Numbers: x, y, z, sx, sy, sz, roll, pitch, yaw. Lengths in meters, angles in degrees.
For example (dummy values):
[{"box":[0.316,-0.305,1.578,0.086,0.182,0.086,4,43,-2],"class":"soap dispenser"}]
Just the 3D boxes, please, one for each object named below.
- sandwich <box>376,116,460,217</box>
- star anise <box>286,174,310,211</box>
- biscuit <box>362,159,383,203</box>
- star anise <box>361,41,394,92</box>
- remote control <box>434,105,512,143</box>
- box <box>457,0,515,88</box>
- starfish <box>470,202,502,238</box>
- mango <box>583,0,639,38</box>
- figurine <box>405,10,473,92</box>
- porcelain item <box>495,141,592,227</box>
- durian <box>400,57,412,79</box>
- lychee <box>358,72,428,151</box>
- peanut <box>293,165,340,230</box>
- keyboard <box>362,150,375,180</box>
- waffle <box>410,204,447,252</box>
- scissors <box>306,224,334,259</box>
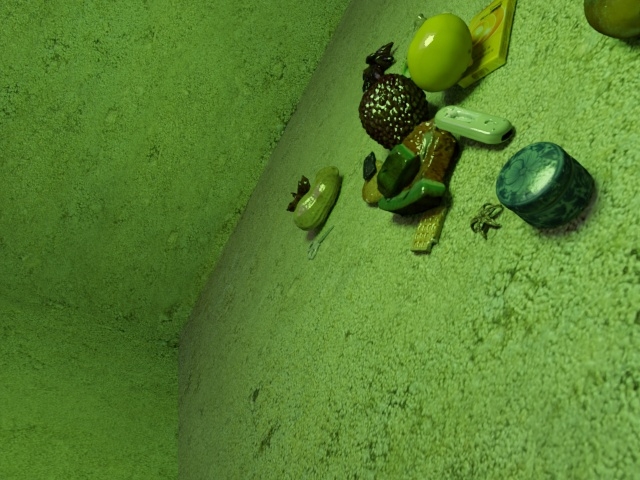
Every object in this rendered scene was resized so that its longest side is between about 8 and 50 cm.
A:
[{"box":[0.272,-0.225,1.188,0.300,0.162,0.250,-64,19,-6],"class":"sandwich"},{"box":[-0.087,-0.189,1.959,0.196,0.111,0.212,-111,43,-66],"class":"star anise"},{"box":[0.201,-0.197,1.464,0.144,0.033,0.224,-55,21,21],"class":"biscuit"},{"box":[0.241,-0.798,1.893,0.272,0.103,0.271,-49,27,37],"class":"star anise"},{"box":[0.393,-0.307,1.076,0.078,0.042,0.221,-39,43,-14],"class":"remote control"},{"box":[0.502,-0.608,1.246,0.152,0.044,0.269,-19,51,59],"class":"box"},{"box":[0.383,-0.047,0.960,0.078,0.028,0.091,-11,62,58],"class":"starfish"},{"box":[0.618,-0.539,0.800,0.193,0.146,0.316,120,170,-73],"class":"mango"},{"box":[0.360,-0.591,1.283,0.343,0.187,0.214,-78,-11,-57],"class":"figurine"},{"box":[0.433,-0.110,0.813,0.147,0.114,0.147,-44,32,37],"class":"porcelain item"},{"box":[0.351,-0.637,1.548,0.215,0.086,0.100,-141,64,-64],"class":"durian"},{"box":[0.246,-0.421,1.368,0.236,0.236,0.271,-40,64,43],"class":"lychee"},{"box":[-0.009,-0.181,1.760,0.305,0.147,0.147,-59,24,3],"class":"peanut"},{"box":[0.183,-0.287,1.564,0.060,0.018,0.195,-50,15,27],"class":"keyboard"},{"box":[0.296,-0.030,1.127,0.092,0.021,0.134,-6,61,62],"class":"waffle"},{"box":[0.000,0.000,1.716,0.189,0.015,0.100,-48,30,29],"class":"scissors"}]
